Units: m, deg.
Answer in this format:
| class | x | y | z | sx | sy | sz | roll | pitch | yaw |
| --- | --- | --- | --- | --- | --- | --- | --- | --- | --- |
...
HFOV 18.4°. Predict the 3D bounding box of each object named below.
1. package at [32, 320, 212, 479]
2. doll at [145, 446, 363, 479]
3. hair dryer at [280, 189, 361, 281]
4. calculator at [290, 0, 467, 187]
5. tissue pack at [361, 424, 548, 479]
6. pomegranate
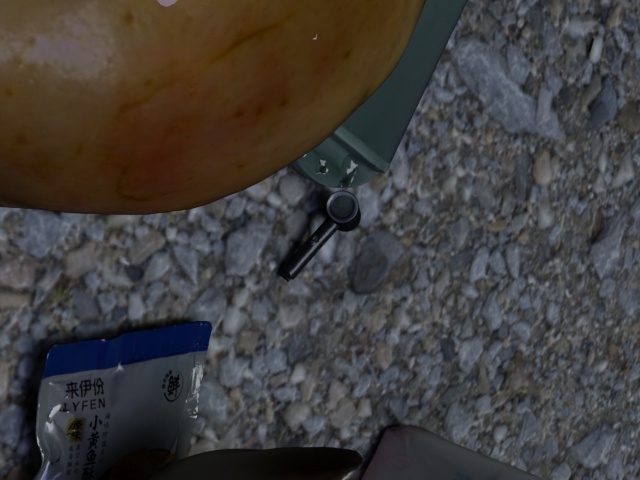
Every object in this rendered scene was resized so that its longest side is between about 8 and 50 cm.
| class | x | y | z | sx | sy | sz | roll | pitch | yaw |
| --- | --- | --- | --- | --- | --- | --- | --- | --- | --- |
| package | -0.150 | 0.146 | 1.422 | 0.171 | 0.027 | 0.173 | -7 | 115 | -49 |
| doll | -0.068 | 0.301 | 1.429 | 0.215 | 0.226 | 0.370 | -28 | 131 | -26 |
| hair dryer | 0.000 | 0.000 | 1.540 | 0.083 | 0.026 | 0.047 | -50 | 169 | -6 |
| calculator | 0.043 | -0.157 | 1.514 | 0.141 | 0.045 | 0.246 | 35 | 78 | -51 |
| tissue pack | 0.144 | 0.285 | 1.638 | 0.124 | 0.271 | 0.201 | 43 | 71 | -49 |
| pomegranate | -0.123 | -0.212 | 1.016 | 0.411 | 0.411 | 0.411 | -23 | 122 | -43 |
